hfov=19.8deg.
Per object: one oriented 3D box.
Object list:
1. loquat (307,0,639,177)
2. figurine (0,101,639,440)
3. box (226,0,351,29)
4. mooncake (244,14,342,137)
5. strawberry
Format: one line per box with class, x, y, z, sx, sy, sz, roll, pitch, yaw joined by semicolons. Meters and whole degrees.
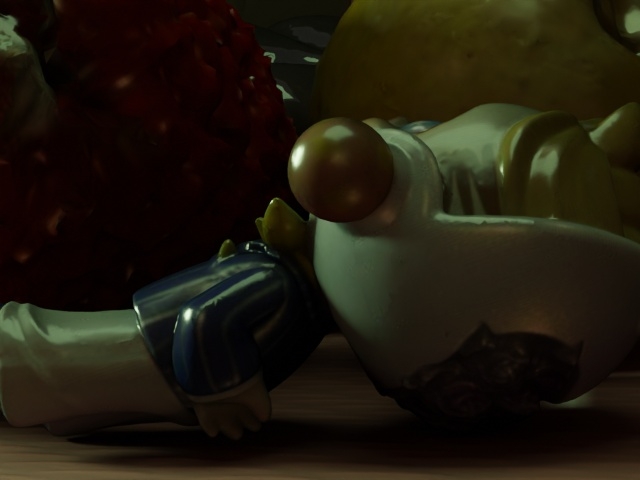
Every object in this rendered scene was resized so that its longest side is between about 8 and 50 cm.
loquat;0.098;-0.044;0.940;0.244;0.244;0.244;-4;3;0
figurine;0.003;0.022;0.717;0.274;0.133;0.194;-10;-18;-11
box;-0.185;-0.134;1.485;0.396;0.396;0.111;-5;40;-24
mooncake;0.019;-0.054;1.178;0.245;0.133;0.245;11;24;-5
strawberry;-0.159;-0.033;0.940;0.292;0.292;0.343;-1;-28;32
